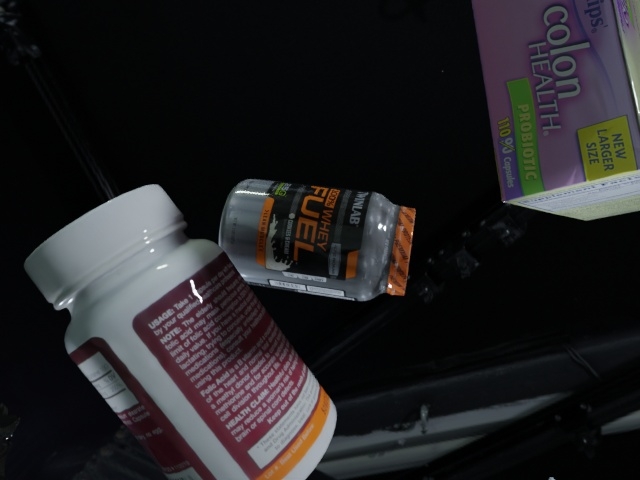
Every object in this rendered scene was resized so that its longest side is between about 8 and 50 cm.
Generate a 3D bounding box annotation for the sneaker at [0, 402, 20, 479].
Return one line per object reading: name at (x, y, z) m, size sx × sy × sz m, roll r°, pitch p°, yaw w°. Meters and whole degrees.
sneaker at (-0.490, 0.332, 0.691) m, size 0.087 × 0.130 × 0.227 m, roll -4°, pitch -63°, yaw 14°

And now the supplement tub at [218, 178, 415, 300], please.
supplement tub at (0.000, 0.000, 0.824) m, size 0.317 × 0.193 × 0.193 m, roll 7°, pitch -69°, yaw 10°

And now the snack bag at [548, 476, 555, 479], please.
snack bag at (0.351, 0.583, 0.648) m, size 0.037 × 0.342 × 0.322 m, roll 7°, pitch -68°, yaw -9°

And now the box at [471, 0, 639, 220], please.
box at (0.280, -0.141, 0.487) m, size 0.117 × 0.243 × 0.213 m, roll -14°, pitch -101°, yaw 44°

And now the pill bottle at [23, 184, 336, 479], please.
pill bottle at (-0.174, 0.140, 0.611) m, size 0.224 × 0.224 × 0.392 m, roll -32°, pitch -83°, yaw 22°
